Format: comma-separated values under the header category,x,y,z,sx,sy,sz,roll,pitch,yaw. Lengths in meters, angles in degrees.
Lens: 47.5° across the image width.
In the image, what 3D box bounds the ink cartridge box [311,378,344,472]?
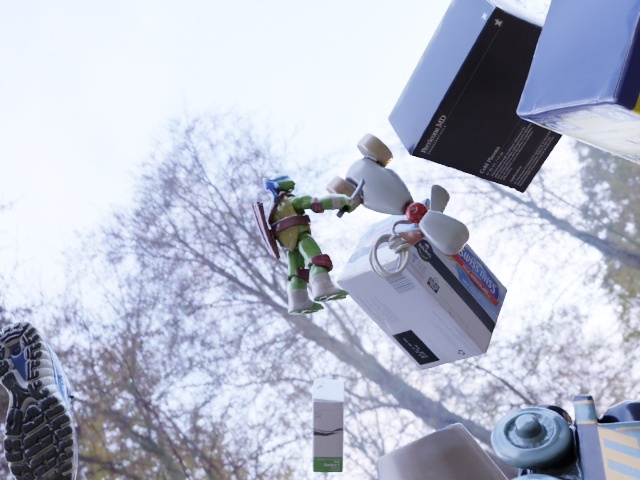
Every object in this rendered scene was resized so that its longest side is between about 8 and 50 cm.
category,x,y,z,sx,sy,sz,roll,pitch,yaw
ink cartridge box,0.022,0.528,2.092,0.092,0.160,0.220,1,-78,1

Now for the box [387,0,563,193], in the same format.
category,x,y,z,sx,sy,sz,roll,pitch,yaw
box,0.372,-0.320,1.557,0.312,0.179,0.343,15,-59,-25

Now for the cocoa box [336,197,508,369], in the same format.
category,x,y,z,sx,sy,sz,roll,pitch,yaw
cocoa box,0.261,0.114,1.830,0.347,0.231,0.228,47,-132,-17

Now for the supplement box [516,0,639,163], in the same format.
category,x,y,z,sx,sy,sz,roll,pitch,yaw
supplement box,0.458,-0.188,0.871,0.356,0.194,0.195,17,-90,-16

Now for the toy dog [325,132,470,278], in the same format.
category,x,y,z,sx,sy,sz,roll,pitch,yaw
toy dog,0.164,-0.069,1.546,0.220,0.334,0.161,-31,-24,6

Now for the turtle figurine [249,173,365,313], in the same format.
category,x,y,z,sx,sy,sz,roll,pitch,yaw
turtle figurine,0.000,0.000,1.426,0.197,0.266,0.274,-17,-19,19

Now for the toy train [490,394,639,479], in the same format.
category,x,y,z,sx,sy,sz,roll,pitch,yaw
toy train,0.250,0.263,0.626,0.190,0.334,0.142,-9,-65,18

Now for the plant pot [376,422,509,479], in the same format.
category,x,y,z,sx,sy,sz,roll,pitch,yaw
plant pot,0.246,0.521,1.402,0.323,0.280,0.323,-22,-21,-9

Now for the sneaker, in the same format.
category,x,y,z,sx,sy,sz,roll,pitch,yaw
sneaker,-0.501,0.313,1.339,0.129,0.330,0.147,-21,-25,-1
